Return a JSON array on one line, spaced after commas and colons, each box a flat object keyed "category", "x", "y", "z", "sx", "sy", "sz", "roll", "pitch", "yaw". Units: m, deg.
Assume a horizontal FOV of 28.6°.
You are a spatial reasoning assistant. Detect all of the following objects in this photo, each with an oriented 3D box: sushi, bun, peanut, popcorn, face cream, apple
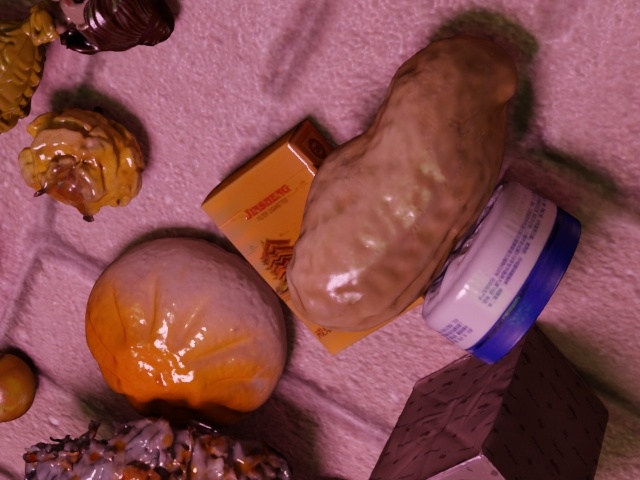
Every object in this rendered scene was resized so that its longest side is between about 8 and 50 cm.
[{"category": "sushi", "x": -0.230, "y": 0.357, "z": 1.780, "sx": 0.417, "sy": 0.176, "sz": 0.417, "roll": 5, "pitch": 165, "yaw": 1}, {"category": "bun", "x": -0.195, "y": 0.150, "z": 1.743, "sx": 0.299, "sy": 0.165, "sz": 0.299, "roll": 10, "pitch": 124, "yaw": 16}, {"category": "peanut", "x": 0.094, "y": -0.064, "z": 1.462, "sx": 0.387, "sy": 0.169, "sz": 0.192, "roll": -56, "pitch": 48, "yaw": 11}, {"category": "popcorn", "x": -0.319, "y": -0.104, "z": 1.660, "sx": 0.167, "sy": 0.152, "sz": 0.148, "roll": 9, "pitch": 150, "yaw": 14}, {"category": "face cream", "x": 0.209, "y": 0.034, "z": 1.489, "sx": 0.111, "sy": 0.206, "sz": 0.206, "roll": 34, "pitch": 125, "yaw": -1}, {"category": "apple", "x": -0.497, "y": 0.226, "z": 1.946, "sx": 0.114, "sy": 0.099, "sz": 0.102, "roll": 14, "pitch": 118, "yaw": 44}]

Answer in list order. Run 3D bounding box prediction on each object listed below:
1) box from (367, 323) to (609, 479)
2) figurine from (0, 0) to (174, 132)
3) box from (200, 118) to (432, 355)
[{"category": "box", "x": 0.209, "y": 0.287, "z": 1.584, "sx": 0.225, "sy": 0.297, "sz": 0.190, "roll": -34, "pitch": 103, "yaw": 33}, {"category": "figurine", "x": -0.345, "y": -0.259, "z": 1.568, "sx": 0.315, "sy": 0.187, "sz": 0.168, "roll": -26, "pitch": 103, "yaw": 23}, {"category": "box", "x": 0.000, "y": 0.000, "z": 1.631, "sx": 0.174, "sy": 0.076, "sz": 0.274, "roll": -34, "pitch": 103, "yaw": 32}]
